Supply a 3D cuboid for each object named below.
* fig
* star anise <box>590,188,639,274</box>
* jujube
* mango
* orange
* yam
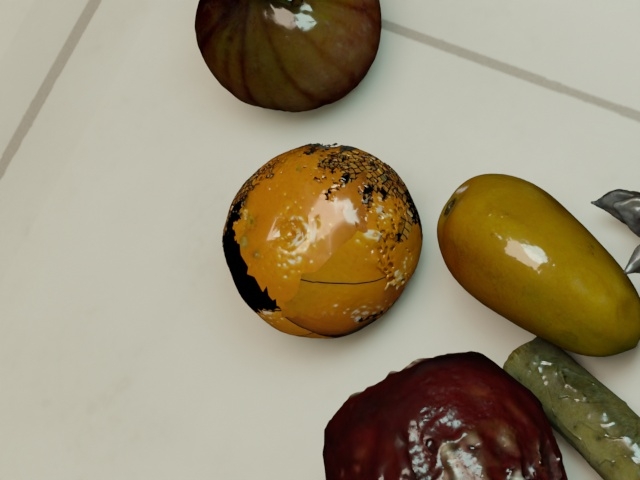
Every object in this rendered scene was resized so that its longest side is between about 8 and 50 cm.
[{"bbox_3d":[-0.040,-0.274,1.805,0.235,0.214,0.235,-30,47,38],"label":"fig"},{"bbox_3d":[0.413,0.000,1.545,0.212,0.129,0.282,-21,74,4],"label":"star anise"},{"bbox_3d":[0.131,0.296,1.503,0.258,0.258,0.376,-15,59,19],"label":"jujube"},{"bbox_3d":[0.231,0.025,1.577,0.254,0.175,0.139,39,106,34],"label":"mango"},{"bbox_3d":[0.000,0.000,1.702,0.234,0.182,0.234,-2,81,16],"label":"orange"},{"bbox_3d":[0.332,0.234,1.519,0.083,0.083,0.371,-49,59,2],"label":"yam"}]
